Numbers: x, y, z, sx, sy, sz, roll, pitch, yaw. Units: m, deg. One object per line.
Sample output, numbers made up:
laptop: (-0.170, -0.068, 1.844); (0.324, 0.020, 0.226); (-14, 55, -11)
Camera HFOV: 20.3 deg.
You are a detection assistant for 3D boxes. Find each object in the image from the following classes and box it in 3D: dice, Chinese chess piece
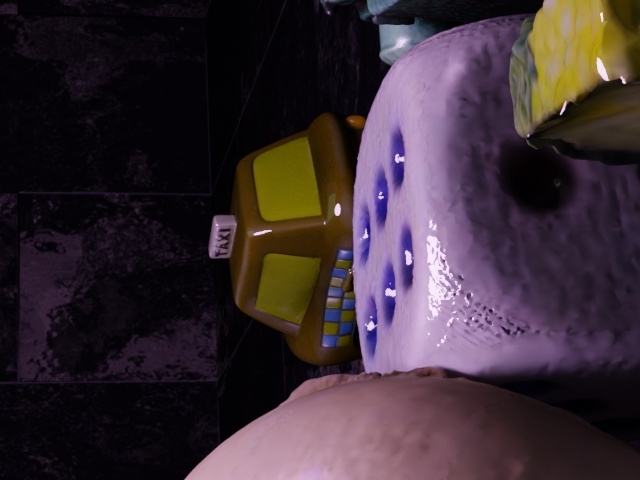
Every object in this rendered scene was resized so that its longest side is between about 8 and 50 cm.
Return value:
dice: (0.124, 0.001, 0.955); (0.193, 0.192, 0.194); (119, 151, -66)
Chinese chess piece: (0.064, 0.223, 0.889); (0.140, 0.338, 0.338); (-52, -20, -44)

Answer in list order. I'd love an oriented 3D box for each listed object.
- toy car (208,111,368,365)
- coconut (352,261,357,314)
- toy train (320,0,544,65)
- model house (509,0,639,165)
toy car: (0.000, 0.000, 1.586); (0.248, 0.198, 0.204); (101, 164, -48)
coconut: (0.112, 0.032, 1.125); (0.147, 0.152, 0.147); (21, -114, -60)
toy train: (0.093, -0.277, 1.255); (0.238, 0.167, 0.299); (162, 107, -68)
model house: (0.173, -0.143, 0.688); (0.170, 0.194, 0.211); (140, 129, -79)
